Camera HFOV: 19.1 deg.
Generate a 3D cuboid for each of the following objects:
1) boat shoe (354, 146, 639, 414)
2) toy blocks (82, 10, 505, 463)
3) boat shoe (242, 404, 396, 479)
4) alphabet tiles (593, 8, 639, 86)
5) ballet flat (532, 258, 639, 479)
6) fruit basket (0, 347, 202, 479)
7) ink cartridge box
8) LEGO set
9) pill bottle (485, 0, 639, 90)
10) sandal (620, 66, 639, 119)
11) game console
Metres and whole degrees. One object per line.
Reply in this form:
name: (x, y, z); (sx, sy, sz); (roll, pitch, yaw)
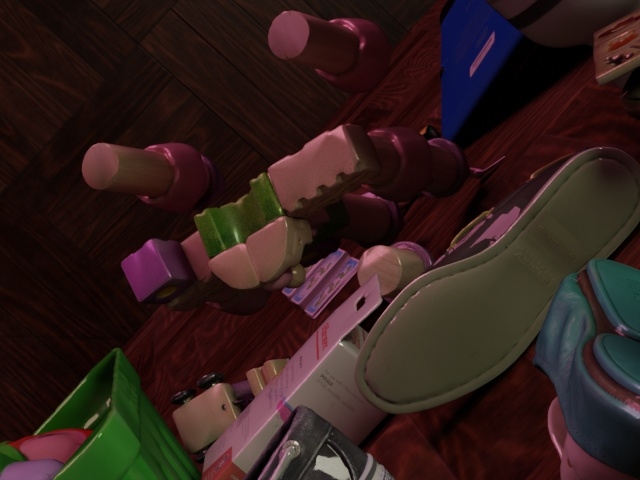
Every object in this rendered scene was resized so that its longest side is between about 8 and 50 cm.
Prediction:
boat shoe: (0.116, 0.027, 1.228); (0.228, 0.081, 0.069); (-40, 5, 3)
toy blocks: (0.000, 0.000, 1.683); (0.288, 0.309, 0.260); (-32, -19, 25)
boat shoe: (-0.083, 0.233, 1.180); (0.301, 0.102, 0.108); (-48, 7, -1)
alphabet tiles: (0.274, -0.166, 1.163); (0.237, 0.009, 0.198); (-28, 14, 16)
ballet flat: (0.141, 0.078, 0.862); (0.247, 0.083, 0.087); (-83, 11, -77)
fruit basket: (-0.260, 0.191, 1.412); (0.283, 0.392, 0.392); (-48, 7, -1)
ink cartridge box: (-0.001, 0.124, 1.416); (0.198, 0.067, 0.115); (-48, 8, 8)
LEGO set: (0.044, -0.032, 2.018); (0.244, 0.060, 0.182); (-48, 11, -2)
pill bottle: (0.165, -0.270, 1.356); (0.210, 0.363, 0.210); (-47, 7, 8)
sandal: (0.284, -0.131, 1.168); (0.219, 0.060, 0.090); (-35, 14, -15)
game console: (0.243, -0.252, 1.923); (0.293, 0.173, 0.250); (120, 155, -60)
